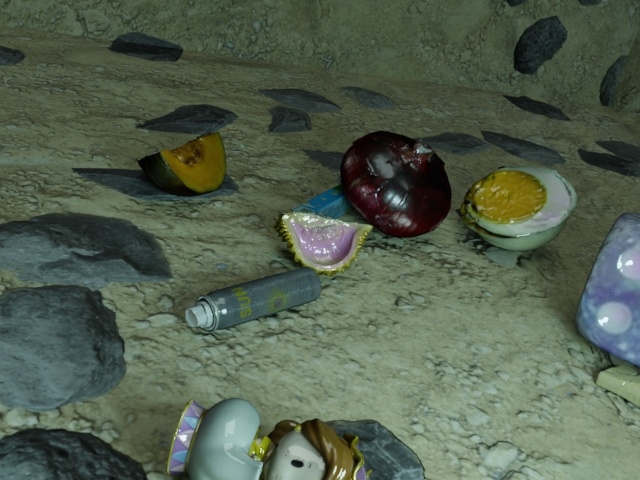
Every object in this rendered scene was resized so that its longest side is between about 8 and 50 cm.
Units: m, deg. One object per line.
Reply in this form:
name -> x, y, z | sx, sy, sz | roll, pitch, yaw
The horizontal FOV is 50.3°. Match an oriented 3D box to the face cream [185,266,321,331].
face cream -> -0.123, 0.111, 1.276 | 0.283, 0.073, 0.073 | -13, 37, -41

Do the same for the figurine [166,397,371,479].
figurine -> -0.059, 0.291, 0.894 | 0.263, 0.142, 0.189 | 14, 4, 2

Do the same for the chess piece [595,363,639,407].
chess piece -> 0.629, 0.289, 1.280 | 0.090, 0.090, 0.200 | -14, 26, -42

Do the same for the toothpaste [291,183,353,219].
toothpaste -> 0.010, -0.078, 1.708 | 0.050, 0.065, 0.267 | 20, 28, 23

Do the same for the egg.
egg -> 0.517, -0.056, 1.794 | 0.286, 0.174, 0.264 | -32, 46, -22

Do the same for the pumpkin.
pumpkin -> -0.354, -0.165, 1.684 | 0.169, 0.148, 0.312 | -19, 8, 22

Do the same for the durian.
durian -> 0.002, -0.001, 1.485 | 0.182, 0.132, 0.165 | -8, 26, -28

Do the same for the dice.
dice -> 0.701, 0.106, 1.397 | 0.271, 0.270, 0.270 | 24, 18, 26

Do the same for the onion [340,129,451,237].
onion -> 0.200, -0.150, 1.713 | 0.314, 0.232, 0.314 | 18, 49, -22
